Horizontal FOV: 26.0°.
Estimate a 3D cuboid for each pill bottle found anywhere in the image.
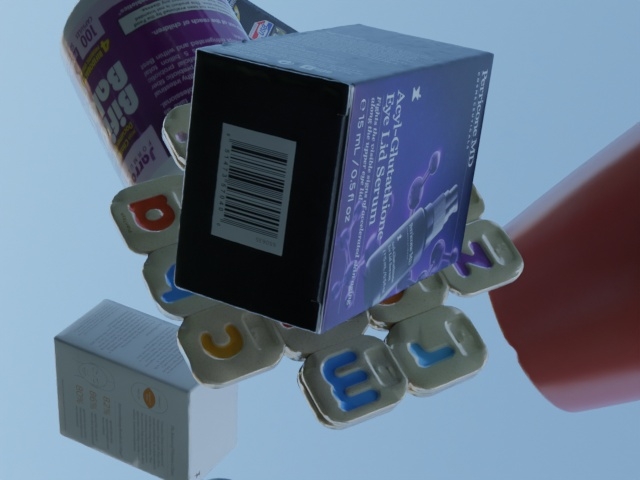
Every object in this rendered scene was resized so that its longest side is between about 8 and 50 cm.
[{"bbox_3d":[-0.109,-0.095,1.257,0.169,0.169,0.301,-44,-120,26],"label":"pill bottle"}]

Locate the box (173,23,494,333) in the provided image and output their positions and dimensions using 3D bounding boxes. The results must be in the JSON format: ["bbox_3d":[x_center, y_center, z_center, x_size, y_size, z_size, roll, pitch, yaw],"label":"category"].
[{"bbox_3d":[0.013,-0.048,0.876,0.108,0.207,0.153,16,-69,27],"label":"box"}]

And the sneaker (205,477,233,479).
[{"bbox_3d":[-0.113,0.418,1.505,0.136,0.116,0.313,-124,-139,-79],"label":"sneaker"}]

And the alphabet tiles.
[{"bbox_3d":[0.000,0.000,1.029,0.284,0.278,0.021,60,-28,23],"label":"alphabet tiles"}]

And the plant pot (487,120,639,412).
[{"bbox_3d":[0.306,0.031,1.321,0.243,0.275,0.274,-28,-111,26],"label":"plant pot"}]

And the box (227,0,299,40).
[{"bbox_3d":[-0.124,-0.205,1.784,0.060,0.216,0.270,-45,-161,44],"label":"box"}]

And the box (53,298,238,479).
[{"bbox_3d":[-0.179,0.157,1.430,0.171,0.091,0.130,19,-56,24],"label":"box"}]
